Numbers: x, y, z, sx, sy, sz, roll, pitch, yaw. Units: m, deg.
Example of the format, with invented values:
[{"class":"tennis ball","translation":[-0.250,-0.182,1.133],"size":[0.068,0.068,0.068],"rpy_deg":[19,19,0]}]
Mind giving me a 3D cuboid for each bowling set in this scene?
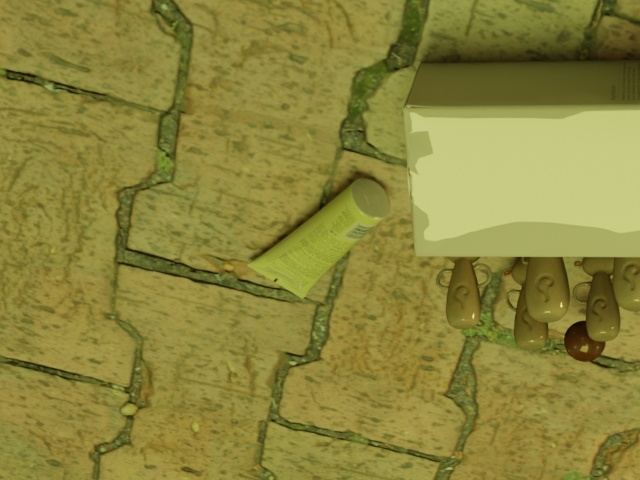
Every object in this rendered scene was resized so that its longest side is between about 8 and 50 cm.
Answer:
[{"class":"bowling set","translation":[0.302,0.056,2.156],"size":[0.287,0.154,0.200],"rpy_deg":[-5,152,15]}]

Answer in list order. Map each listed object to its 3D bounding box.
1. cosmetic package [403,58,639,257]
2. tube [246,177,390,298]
[{"class":"cosmetic package","translation":[0.287,-0.095,1.937],"size":[0.365,0.155,0.197],"rpy_deg":[2,118,11]},{"class":"tube","translation":[0.000,0.000,2.199],"size":[0.240,0.062,0.070],"rpy_deg":[-42,72,45]}]
